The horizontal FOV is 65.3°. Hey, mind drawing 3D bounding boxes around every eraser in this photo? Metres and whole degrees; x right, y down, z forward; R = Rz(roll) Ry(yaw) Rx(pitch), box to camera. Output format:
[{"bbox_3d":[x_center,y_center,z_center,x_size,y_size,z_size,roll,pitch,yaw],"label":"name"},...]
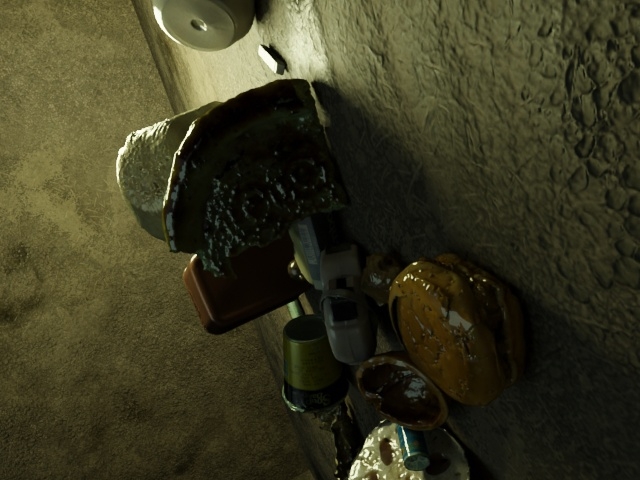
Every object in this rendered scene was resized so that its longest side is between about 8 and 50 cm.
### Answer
[{"bbox_3d":[-0.103,-0.382,1.051,0.099,0.019,0.027,55,145,35],"label":"eraser"},{"bbox_3d":[0.000,0.000,1.100,0.046,0.092,0.213,3,121,31],"label":"eraser"}]

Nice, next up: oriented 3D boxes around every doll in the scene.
[{"bbox_3d":[-0.239,-0.530,1.054,0.250,0.221,0.221,-13,101,50],"label":"doll"}]

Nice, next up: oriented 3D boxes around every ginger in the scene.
[{"bbox_3d":[0.125,0.060,0.867,0.165,0.067,0.096,-29,85,60],"label":"ginger"}]

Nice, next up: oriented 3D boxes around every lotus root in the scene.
[{"bbox_3d":[0.187,0.505,0.980,0.272,0.272,0.192,36,156,59],"label":"lotus root"}]

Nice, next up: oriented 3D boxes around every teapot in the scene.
[{"bbox_3d":[-0.040,0.098,1.386,0.085,0.080,0.110,-90,-20,-47],"label":"teapot"}]

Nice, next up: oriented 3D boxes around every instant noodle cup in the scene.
[{"bbox_3d":[-0.028,0.359,1.496,0.215,0.215,0.236,37,139,58],"label":"instant noodle cup"}]

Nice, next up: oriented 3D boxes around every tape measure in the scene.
[{"bbox_3d":[0.060,0.149,1.021,0.197,0.120,0.236,-87,-16,-60],"label":"tape measure"}]

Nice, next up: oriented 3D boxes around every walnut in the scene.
[{"bbox_3d":[0.169,0.263,0.926,0.167,0.087,0.211,57,143,-4],"label":"walnut"}]

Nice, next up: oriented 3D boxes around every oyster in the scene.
[{"bbox_3d":[0.054,0.655,1.719,0.197,0.133,0.337,-140,34,-60],"label":"oyster"}]

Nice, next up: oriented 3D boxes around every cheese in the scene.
[{"bbox_3d":[-0.001,0.069,1.232,0.249,0.070,0.163,59,162,24],"label":"cheese"}]

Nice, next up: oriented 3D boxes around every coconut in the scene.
[{"bbox_3d":[-0.269,-0.152,1.231,0.415,0.414,0.345,-175,86,-71],"label":"coconut"}]

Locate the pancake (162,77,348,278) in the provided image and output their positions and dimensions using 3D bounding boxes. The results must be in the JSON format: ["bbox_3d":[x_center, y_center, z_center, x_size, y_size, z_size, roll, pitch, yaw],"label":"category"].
[{"bbox_3d":[-0.151,-0.108,0.979,0.305,0.426,0.067,56,-170,-11],"label":"pancake"}]

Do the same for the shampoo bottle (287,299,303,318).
[{"bbox_3d":[-0.111,0.184,1.761,0.069,0.041,0.191,-163,52,-75],"label":"shampoo bottle"}]

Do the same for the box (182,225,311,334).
[{"bbox_3d":[-0.216,0.112,1.493,0.240,0.339,0.229,65,160,5],"label":"box"}]

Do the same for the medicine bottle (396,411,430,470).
[{"bbox_3d":[0.174,0.359,0.993,0.191,0.051,0.051,-94,-7,-57],"label":"medicine bottle"}]

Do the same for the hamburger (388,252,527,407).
[{"bbox_3d":[0.186,0.118,0.696,0.214,0.108,0.214,48,153,35],"label":"hamburger"}]
